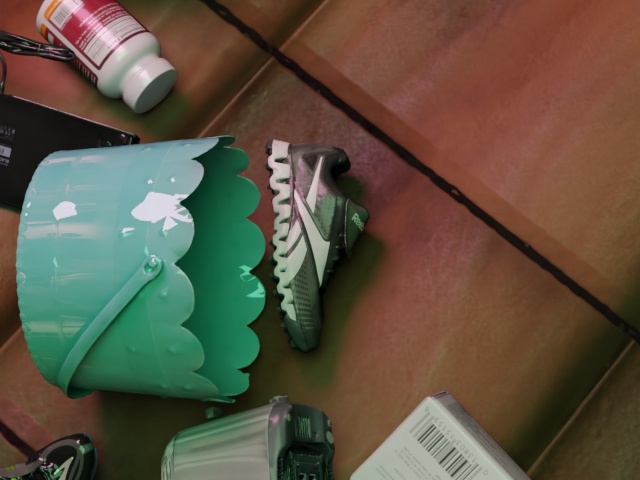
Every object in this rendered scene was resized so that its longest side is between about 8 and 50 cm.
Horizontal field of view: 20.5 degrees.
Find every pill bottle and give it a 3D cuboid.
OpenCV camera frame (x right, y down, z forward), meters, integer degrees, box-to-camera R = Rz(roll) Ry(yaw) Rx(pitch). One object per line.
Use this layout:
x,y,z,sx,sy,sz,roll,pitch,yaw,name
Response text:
-0.229,-0.210,1.922,0.086,0.086,0.152,-44,76,-9,pill bottle

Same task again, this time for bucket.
-0.173,0.030,1.756,0.183,0.281,0.281,-1,73,13,bucket

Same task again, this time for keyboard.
-0.346,-0.141,1.909,0.317,0.033,0.201,18,103,8,keyboard

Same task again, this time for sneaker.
0.000,0.000,1.849,0.106,0.078,0.234,-6,71,4,sneaker
-0.309,0.257,1.791,0.188,0.078,0.067,-29,74,-6,sneaker

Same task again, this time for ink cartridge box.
0.130,0.330,1.755,0.275,0.060,0.239,47,106,14,ink cartridge box

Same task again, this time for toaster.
-0.065,0.270,1.734,0.146,0.129,0.227,-12,77,25,toaster
